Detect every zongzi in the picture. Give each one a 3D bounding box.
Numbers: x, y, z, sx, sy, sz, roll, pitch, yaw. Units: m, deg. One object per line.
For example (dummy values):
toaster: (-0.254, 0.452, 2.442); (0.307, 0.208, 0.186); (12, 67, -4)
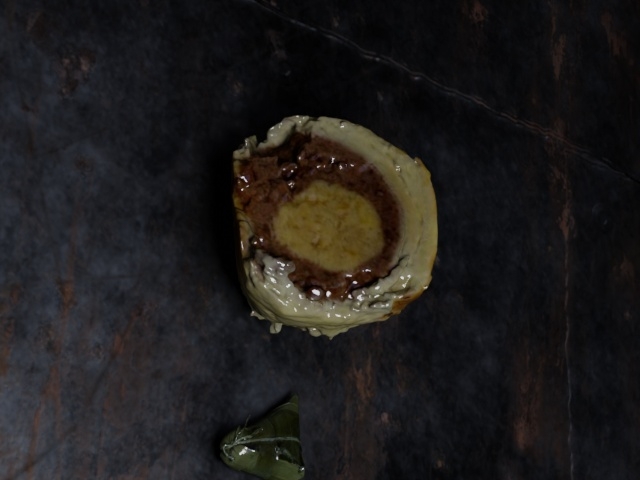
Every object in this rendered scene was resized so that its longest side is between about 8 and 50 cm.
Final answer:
zongzi: (-0.069, 0.214, 1.906); (0.109, 0.055, 0.119); (24, 50, -33)

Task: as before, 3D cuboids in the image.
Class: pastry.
pastry: (0.006, -0.006, 1.954); (0.236, 0.170, 0.256); (2, 60, -15)
